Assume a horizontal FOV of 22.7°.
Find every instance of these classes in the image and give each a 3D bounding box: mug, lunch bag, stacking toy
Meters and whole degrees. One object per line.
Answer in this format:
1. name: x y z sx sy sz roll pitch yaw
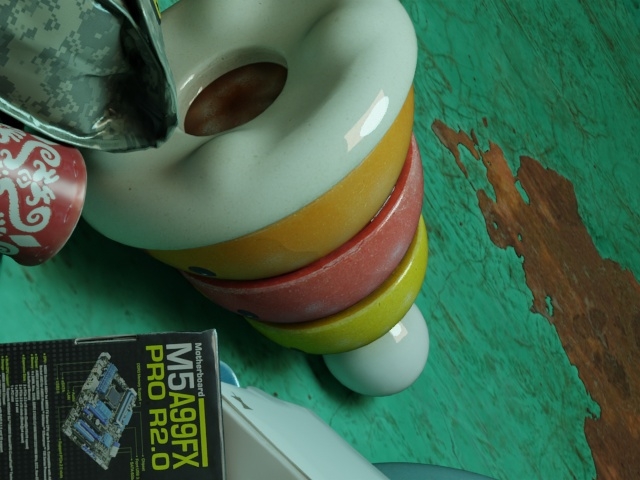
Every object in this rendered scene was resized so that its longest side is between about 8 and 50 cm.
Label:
1. mug: -0.303 -0.063 1.331 0.169 0.113 0.150 21 17 -42
2. lunch bag: -0.242 -0.221 1.371 0.287 0.169 0.235 27 28 -36
3. stacking toy: 0.000 0.000 1.583 0.350 0.350 0.480 -80 150 -42

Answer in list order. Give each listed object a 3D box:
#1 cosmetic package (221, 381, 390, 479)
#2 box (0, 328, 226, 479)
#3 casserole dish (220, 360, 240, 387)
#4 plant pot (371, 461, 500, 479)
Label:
1. cosmetic package: -0.104 0.285 1.078 0.155 0.365 0.197 41 7 24
2. box: -0.159 0.194 0.937 0.060 0.216 0.270 107 -21 -78
3. casserole dish: -0.115 0.188 1.478 0.114 0.037 0.188 20 54 -49
4. plant pot: 0.043 0.316 1.443 0.195 0.290 0.290 26 35 6
